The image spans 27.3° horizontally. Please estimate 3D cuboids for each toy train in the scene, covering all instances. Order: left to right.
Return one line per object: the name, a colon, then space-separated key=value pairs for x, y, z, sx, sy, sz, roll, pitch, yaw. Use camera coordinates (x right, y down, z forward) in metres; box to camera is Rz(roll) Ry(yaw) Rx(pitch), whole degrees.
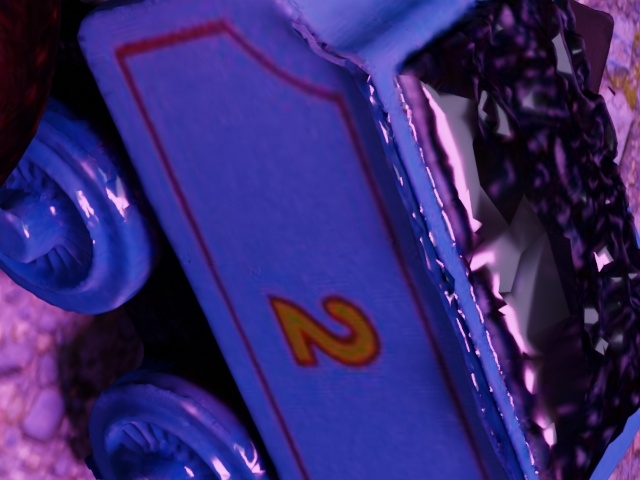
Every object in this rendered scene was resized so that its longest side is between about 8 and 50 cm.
toy train: x=0.000 y=0.000 z=0.574 sx=0.188 sy=0.265 sz=0.300 roll=-43 pitch=118 yaw=-43

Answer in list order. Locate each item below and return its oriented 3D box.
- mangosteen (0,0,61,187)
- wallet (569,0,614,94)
mangosteen: x=-0.177 y=-0.079 z=0.432 sx=0.184 sy=0.172 sz=0.172 roll=23 pitch=73 yaw=-25
wallet: x=0.076 y=-0.002 z=0.822 sx=0.197 sy=0.051 sz=0.378 roll=19 pitch=77 yaw=-29
